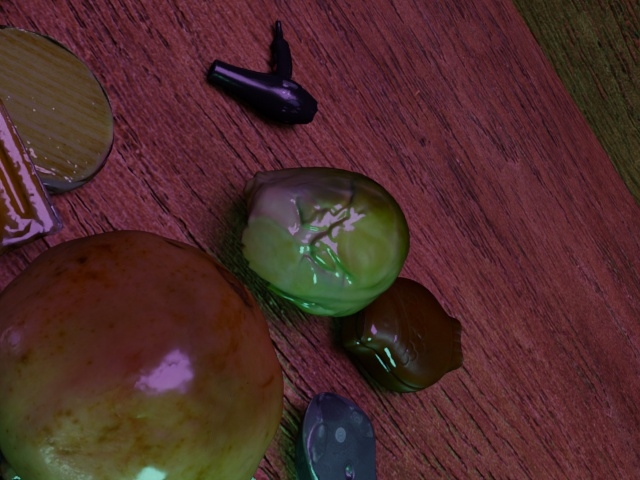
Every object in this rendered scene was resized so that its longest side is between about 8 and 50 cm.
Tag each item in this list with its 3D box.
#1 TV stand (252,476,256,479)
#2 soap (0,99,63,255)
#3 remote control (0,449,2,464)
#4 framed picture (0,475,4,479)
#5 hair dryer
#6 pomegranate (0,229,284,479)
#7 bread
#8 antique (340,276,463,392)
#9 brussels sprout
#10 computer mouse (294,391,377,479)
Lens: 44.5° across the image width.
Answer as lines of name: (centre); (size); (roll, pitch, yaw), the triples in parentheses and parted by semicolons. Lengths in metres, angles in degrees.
TV stand: (-0.131, 0.405, 1.270); (0.256, 0.040, 0.049); (55, 46, -8)
soap: (-0.493, -0.099, 1.099); (0.160, 0.080, 0.257); (-27, 98, -23)
remote control: (-0.447, 0.266, 1.066); (0.152, 0.027, 0.043); (53, 51, -9)
framed picture: (-0.333, 0.430, 0.948); (0.255, 0.014, 0.338); (26, 22, -42)
hair dryer: (-0.115, -0.367, 1.617); (0.236, 0.091, 0.271); (20, 47, -22)
pomegranate: (-0.260, 0.184, 1.029); (0.411, 0.411, 0.411); (18, 61, -35)
bread: (-0.469, -0.211, 1.239); (0.301, 0.045, 0.301); (19, 59, -35)
antique: (0.158, 0.190, 1.554); (0.278, 0.129, 0.223); (14, 63, -37)
brussels sprout: (0.000, 0.000, 1.417); (0.344, 0.344, 0.268); (-5, 110, -42)
computer mouse: (0.032, 0.454, 1.362); (0.167, 0.090, 0.379); (-5, 81, -42)
